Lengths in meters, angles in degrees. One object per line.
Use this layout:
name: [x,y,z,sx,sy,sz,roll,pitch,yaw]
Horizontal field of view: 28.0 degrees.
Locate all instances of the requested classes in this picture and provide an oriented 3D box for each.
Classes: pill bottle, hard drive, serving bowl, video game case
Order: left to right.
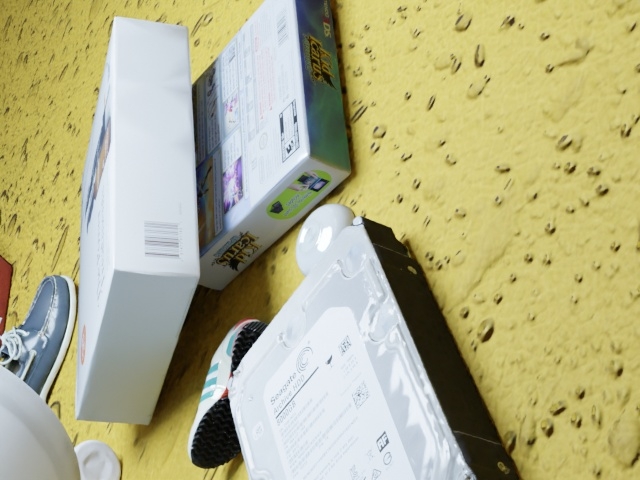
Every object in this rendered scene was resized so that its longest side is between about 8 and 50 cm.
pill bottle: [-0.292,0.284,1.514,0.120,0.067,0.067,-34,45,43]
video game case: [-0.071,-0.119,1.420,0.244,0.061,0.269,-40,41,38]
serving bowl: [0.000,0.000,1.272,0.083,0.027,0.083,-36,43,42]
hard drive: [0.030,0.168,1.093,0.237,0.064,0.339,-52,34,25]

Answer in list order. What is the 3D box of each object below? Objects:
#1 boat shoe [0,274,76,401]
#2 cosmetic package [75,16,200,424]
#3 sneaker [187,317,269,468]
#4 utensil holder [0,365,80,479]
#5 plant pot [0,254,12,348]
boat shoe: [-0.406,0.163,1.750,0.095,0.079,0.254,12,82,59]
cosmetic package: [-0.216,-0.024,1.471,0.284,0.097,0.377,110,159,-47]
sneaker: [-0.091,0.153,1.308,0.075,0.057,0.161,-150,81,-75]
utensil holder: [-0.450,0.329,1.234,0.327,0.327,0.385,-46,14,33]
plant pot: [-0.627,0.111,1.973,0.267,0.235,0.267,-35,44,43]
